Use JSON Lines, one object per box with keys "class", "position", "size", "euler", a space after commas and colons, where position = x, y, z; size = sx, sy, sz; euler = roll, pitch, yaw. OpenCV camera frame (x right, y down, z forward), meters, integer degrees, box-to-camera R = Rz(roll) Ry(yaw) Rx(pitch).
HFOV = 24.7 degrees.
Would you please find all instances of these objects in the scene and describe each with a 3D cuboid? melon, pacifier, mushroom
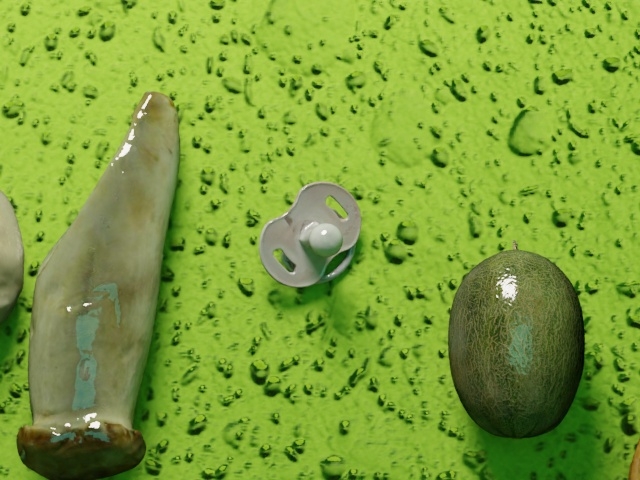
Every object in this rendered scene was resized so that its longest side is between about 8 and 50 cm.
{"class": "melon", "position": [0.164, 0.081, 1.215], "size": [0.114, 0.114, 0.167], "euler": [2, 75, -3]}
{"class": "pacifier", "position": [0.000, 0.000, 1.240], "size": [0.099, 0.078, 0.081], "euler": [-47, 107, -10]}
{"class": "mushroom", "position": [-0.183, 0.036, 1.221], "size": [0.107, 0.087, 0.333], "euler": [7, 77, -6]}

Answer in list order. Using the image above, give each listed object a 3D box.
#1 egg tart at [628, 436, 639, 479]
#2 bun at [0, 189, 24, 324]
{"class": "egg tart", "position": [0.354, 0.211, 1.215], "size": [0.213, 0.090, 0.212], "euler": [0, 82, -1]}
{"class": "bun", "position": [-0.338, 0.008, 1.207], "size": [0.183, 0.102, 0.183], "euler": [1, 78, -4]}
